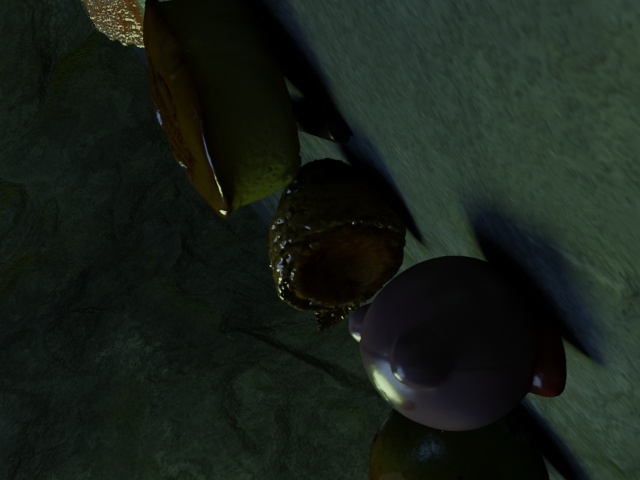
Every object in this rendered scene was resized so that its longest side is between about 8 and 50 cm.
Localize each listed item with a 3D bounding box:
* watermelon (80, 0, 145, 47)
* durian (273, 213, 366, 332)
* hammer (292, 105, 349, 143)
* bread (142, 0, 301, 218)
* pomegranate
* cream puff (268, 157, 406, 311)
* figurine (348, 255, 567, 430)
[{"bbox_3d":[-0.402,-0.509,1.847,0.146,0.128,0.231,-86,-19,-54],"label":"watermelon"},{"bbox_3d":[0.017,0.019,1.519,0.183,0.138,0.249,12,-141,-47],"label":"durian"},{"bbox_3d":[-0.033,-0.165,1.200,0.111,0.043,0.365,55,172,-20],"label":"hammer"},{"bbox_3d":[-0.121,-0.165,1.073,0.270,0.148,0.269,159,90,-82],"label":"bread"},{"bbox_3d":[0.239,0.345,1.418,0.291,0.323,0.290,25,136,27],"label":"pomegranate"},{"bbox_3d":[0.006,-0.022,1.146,0.183,0.183,0.169,57,-172,-49],"label":"cream puff"},{"bbox_3d":[0.120,0.096,0.853,0.173,0.173,0.173,51,175,6],"label":"figurine"}]
